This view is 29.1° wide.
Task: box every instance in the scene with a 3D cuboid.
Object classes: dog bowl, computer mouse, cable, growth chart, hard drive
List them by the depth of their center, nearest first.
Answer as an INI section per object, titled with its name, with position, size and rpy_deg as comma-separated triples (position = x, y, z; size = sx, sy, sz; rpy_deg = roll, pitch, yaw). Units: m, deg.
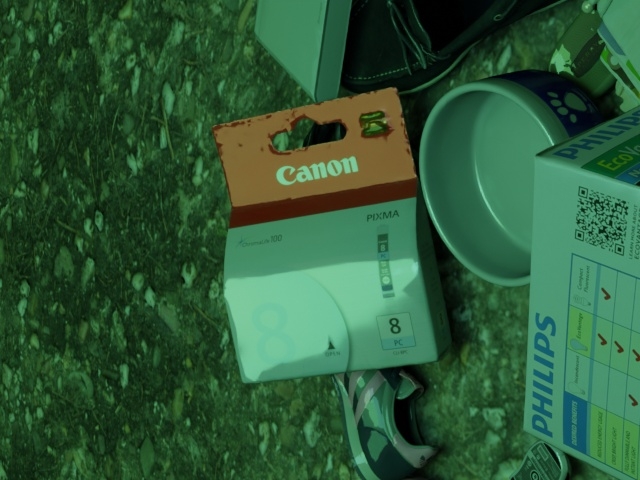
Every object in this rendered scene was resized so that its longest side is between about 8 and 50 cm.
[growth chart]
position = 0.372, -0.210, 1.372
size = 0.237, 0.021, 0.172
rpy_deg = 64, 152, 14
[dog bowl]
position = 0.250, -0.081, 1.566
size = 0.265, 0.104, 0.265
rpy_deg = 29, 128, 45
[computer mouse]
position = 0.292, 0.335, 1.666
size = 0.106, 0.042, 0.193
rpy_deg = 61, 141, 31
[hard drive]
position = -0.030, -0.355, 1.858
size = 0.307, 0.040, 0.203
rpy_deg = -126, 40, -57
[cable]
position = 0.009, -0.132, 1.903
size = 0.184, 0.047, 0.150
rpy_deg = 16, 101, 60

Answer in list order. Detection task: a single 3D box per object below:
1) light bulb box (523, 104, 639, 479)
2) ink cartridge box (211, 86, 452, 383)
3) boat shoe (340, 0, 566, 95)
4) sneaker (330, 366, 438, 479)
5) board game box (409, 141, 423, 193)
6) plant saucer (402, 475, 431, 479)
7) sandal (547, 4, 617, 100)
[light bulb box]
position = 0.420, 0.081, 1.259
size = 0.361, 0.225, 0.358
rpy_deg = 24, 128, 41
[ink cartridge box]
position = 0.000, 0.000, 1.764
size = 0.308, 0.091, 0.385
rpy_deg = -9, 98, 23
[boat shoe]
position = 0.155, -0.322, 1.643
size = 0.500, 0.156, 0.187
rpy_deg = -20, 82, 51
[sneaker]
position = 0.089, 0.203, 1.860
size = 0.131, 0.112, 0.319
rpy_deg = -24, 74, 25
[board game box]
position = 0.092, -0.072, 1.851
size = 0.126, 0.026, 0.186
rpy_deg = 49, 129, 33
[plant saucer]
position = 0.125, 0.516, 1.804
size = 0.332, 0.084, 0.332
rpy_deg = 2, 93, 61
[sandal]
position = 0.358, -0.281, 1.456
size = 0.120, 0.086, 0.303
rpy_deg = 53, 132, 30
